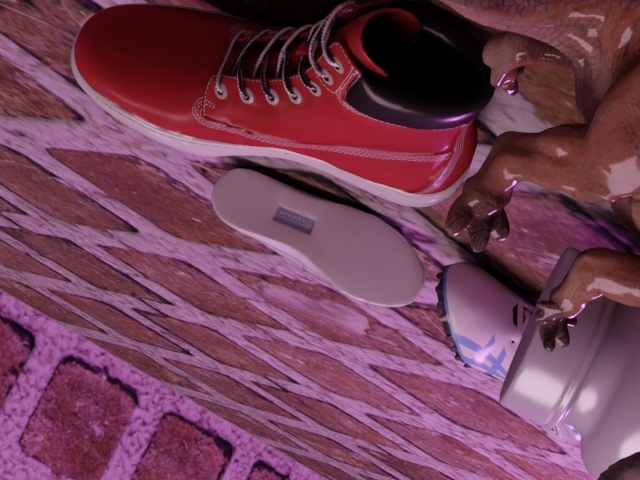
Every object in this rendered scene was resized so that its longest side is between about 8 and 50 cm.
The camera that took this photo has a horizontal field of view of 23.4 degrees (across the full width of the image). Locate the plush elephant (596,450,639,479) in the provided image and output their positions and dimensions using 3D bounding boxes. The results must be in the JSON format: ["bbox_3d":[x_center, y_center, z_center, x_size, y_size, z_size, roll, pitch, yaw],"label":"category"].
[{"bbox_3d":[0.261,0.187,0.770,0.272,0.255,0.330,21,-158,-45],"label":"plush elephant"}]

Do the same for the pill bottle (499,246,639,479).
[{"bbox_3d":[0.259,0.108,0.974,0.272,0.152,0.152,24,166,4],"label":"pill bottle"}]

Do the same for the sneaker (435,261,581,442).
[{"bbox_3d":[0.173,0.084,1.219,0.086,0.085,0.237,-20,136,34],"label":"sneaker"}]

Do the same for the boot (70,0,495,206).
[{"bbox_3d":[-0.026,-0.101,0.848,0.244,0.088,0.176,16,165,4],"label":"boot"}]

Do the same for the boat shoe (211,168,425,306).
[{"bbox_3d":[0.000,0.000,1.225,0.184,0.066,0.063,20,180,11],"label":"boat shoe"}]

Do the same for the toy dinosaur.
[{"bbox_3d":[0.174,-0.037,0.656,0.200,0.127,0.295,-23,113,45],"label":"toy dinosaur"}]
